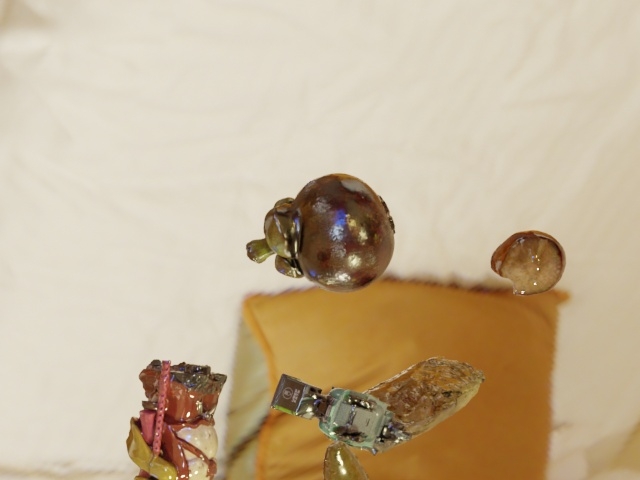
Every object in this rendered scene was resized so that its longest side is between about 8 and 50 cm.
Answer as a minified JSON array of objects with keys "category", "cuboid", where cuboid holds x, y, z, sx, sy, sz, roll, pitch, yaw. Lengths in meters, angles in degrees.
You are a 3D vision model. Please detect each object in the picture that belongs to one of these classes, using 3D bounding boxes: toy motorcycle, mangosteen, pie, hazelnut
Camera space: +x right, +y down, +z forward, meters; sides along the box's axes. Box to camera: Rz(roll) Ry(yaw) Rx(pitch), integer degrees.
[{"category":"toy motorcycle","cuboid":[0.029,0.188,1.654,0.173,0.100,0.058,26,84,-57]},{"category":"mangosteen","cuboid":[0.009,-0.006,2.032,0.184,0.172,0.172,-9,143,-21]},{"category":"pie","cuboid":[0.116,0.234,2.128,0.282,0.129,0.068,-20,118,-48]},{"category":"hazelnut","cuboid":[0.236,0.024,1.738,0.086,0.086,0.086,-20,147,-14]}]

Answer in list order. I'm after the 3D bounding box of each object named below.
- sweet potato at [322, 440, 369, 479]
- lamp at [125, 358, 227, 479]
[{"category":"sweet potato","cuboid":[0.049,0.291,1.287,0.067,0.067,0.273,-20,104,-13]},{"category":"lamp","cuboid":[-0.177,0.270,1.821,0.118,0.253,0.118,7,176,1]}]
